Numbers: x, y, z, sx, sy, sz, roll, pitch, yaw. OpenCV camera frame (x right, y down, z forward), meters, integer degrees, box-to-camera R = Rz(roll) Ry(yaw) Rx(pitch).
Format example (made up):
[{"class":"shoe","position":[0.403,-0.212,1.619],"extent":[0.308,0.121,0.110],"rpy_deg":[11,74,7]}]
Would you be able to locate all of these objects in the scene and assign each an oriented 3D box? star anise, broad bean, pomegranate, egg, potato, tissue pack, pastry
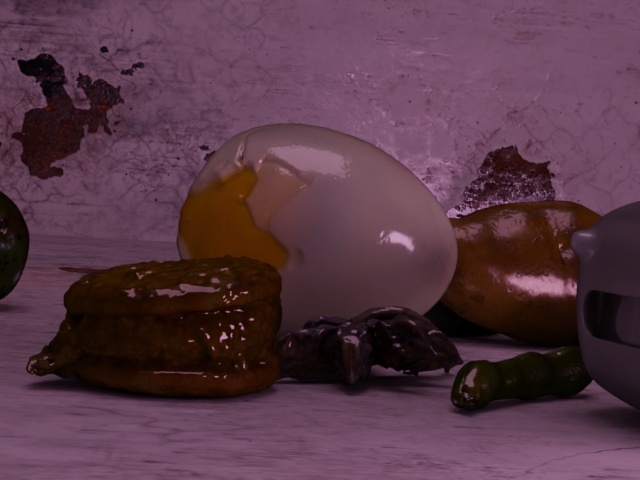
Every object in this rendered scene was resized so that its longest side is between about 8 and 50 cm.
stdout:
[{"class":"star anise","position":[0.058,0.114,1.653],"extent":[0.262,0.081,0.230],"rpy_deg":[-2,-5,-39]},{"class":"broad bean","position":[0.207,0.141,1.557],"extent":[0.053,0.052,0.256],"rpy_deg":[23,16,36]},{"class":"pomegranate","position":[-0.519,0.014,2.135],"extent":[0.224,0.181,0.181],"rpy_deg":[-20,-14,41]},{"class":"egg","position":[0.000,0.000,1.903],"extent":[0.345,0.283,0.283],"rpy_deg":[17,6,13]},{"class":"potato","position":[0.309,0.043,2.101],"extent":[0.369,0.195,0.176],"rpy_deg":[5,10,-20]},{"class":"tissue pack","position":[0.388,0.069,1.431],"extent":[0.236,0.229,0.333],"rpy_deg":[3,3,-22]},{"class":"pastry","position":[-0.153,0.079,1.534],"extent":[0.235,0.132,0.240],"rpy_deg":[5,2,10]}]

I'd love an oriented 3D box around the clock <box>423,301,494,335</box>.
[{"class":"clock","position":[0.117,0.091,2.258],"extent":[0.325,0.067,0.325],"rpy_deg":[4,3,0]}]
